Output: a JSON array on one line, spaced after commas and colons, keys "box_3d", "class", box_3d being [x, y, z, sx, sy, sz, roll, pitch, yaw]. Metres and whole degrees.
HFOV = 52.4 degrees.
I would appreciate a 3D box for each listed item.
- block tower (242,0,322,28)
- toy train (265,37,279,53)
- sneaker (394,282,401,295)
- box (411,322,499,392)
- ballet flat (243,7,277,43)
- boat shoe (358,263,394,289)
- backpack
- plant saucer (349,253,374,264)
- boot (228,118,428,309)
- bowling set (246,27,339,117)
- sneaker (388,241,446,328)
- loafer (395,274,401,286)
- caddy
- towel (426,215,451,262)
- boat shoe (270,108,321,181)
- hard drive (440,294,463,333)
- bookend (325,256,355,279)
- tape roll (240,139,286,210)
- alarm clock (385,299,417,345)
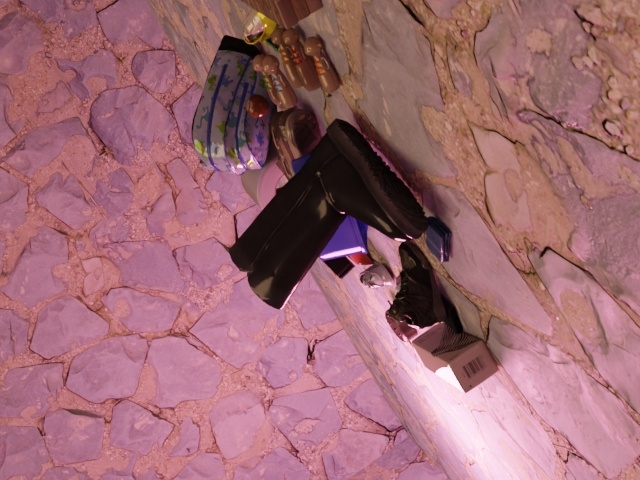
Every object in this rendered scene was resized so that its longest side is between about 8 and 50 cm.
[{"box_3d": [-0.113, -0.541, 1.363, 0.335, 0.091, 0.097, 48, 168, 49], "class": "block tower"}, {"box_3d": [-0.123, -0.520, 1.737, 0.083, 0.017, 0.023, 49, 178, 44], "class": "toy train"}, {"box_3d": [0.276, 0.203, 1.926, 0.166, 0.065, 0.076, 60, 167, -23], "class": "sneaker"}, {"box_3d": [0.347, 0.302, 1.713, 0.094, 0.113, 0.275, 60, 170, -9], "class": "box"}, {"box_3d": [-0.157, -0.543, 1.639, 0.077, 0.077, 0.231, 59, 171, -7], "class": "ballet flat"}, {"box_3d": [0.178, 0.128, 2.130, 0.079, 0.081, 0.227, 58, 172, -5], "class": "boat shoe"}, {"box_3d": [-0.251, -0.368, 1.935, 0.274, 0.355, 0.290, 24, 160, 16], "class": "backpack"}, {"box_3d": [0.047, -0.029, 2.239, 0.258, 0.048, 0.259, 48, 177, -30], "class": "plant saucer"}, {"box_3d": [-0.001, -0.001, 1.495, 0.146, 0.445, 0.367, 19, -148, -45], "class": "boot"}, {"box_3d": [-0.100, -0.389, 1.507, 0.154, 0.200, 0.287, 63, 166, -23], "class": "bowling set"}, {"box_3d": [0.223, 0.120, 1.647, 0.227, 0.130, 0.087, 71, 163, -5], "class": "sneaker"}, {"box_3d": [0.252, 0.164, 1.978, 0.125, 0.039, 0.045, 62, 171, -27], "class": "loafer"}, {"box_3d": [0.048, -0.101, 1.760, 0.341, 0.179, 0.241, 67, -169, -48], "class": "caddy"}, {"box_3d": [0.256, -0.002, 1.415, 0.067, 0.029, 0.119, 52, 171, 30], "class": "towel"}, {"box_3d": [-0.055, -0.237, 1.906, 0.130, 0.132, 0.355, 23, 142, 35], "class": "boat shoe"}, {"box_3d": [0.320, 0.179, 1.717, 0.135, 0.022, 0.094, 46, 165, 55], "class": "hard drive"}, {"box_3d": [0.039, 0.049, 2.229, 0.156, 0.072, 0.157, 45, 177, 9], "class": "bookend"}, {"box_3d": [-0.114, -0.195, 2.076, 0.169, 0.246, 0.246, 47, 166, 54], "class": "tape roll"}, {"box_3d": [0.282, 0.302, 2.249, 0.129, 0.064, 0.192, 45, 168, 54], "class": "alarm clock"}]
